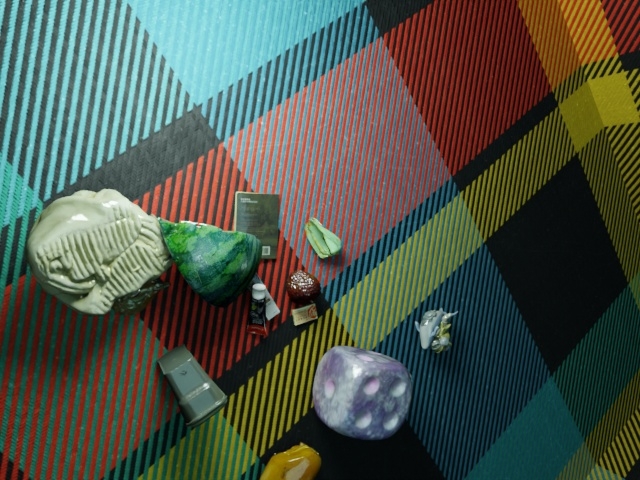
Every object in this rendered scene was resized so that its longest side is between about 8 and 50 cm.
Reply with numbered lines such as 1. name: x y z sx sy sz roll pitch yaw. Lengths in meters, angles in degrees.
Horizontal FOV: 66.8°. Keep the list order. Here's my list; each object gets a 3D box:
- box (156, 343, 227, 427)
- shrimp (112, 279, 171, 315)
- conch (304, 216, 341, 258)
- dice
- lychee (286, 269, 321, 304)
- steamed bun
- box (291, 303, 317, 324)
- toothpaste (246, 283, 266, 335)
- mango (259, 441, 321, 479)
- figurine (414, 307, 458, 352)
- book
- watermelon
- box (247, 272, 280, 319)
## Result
1. box: -0.406 0.435 1.485 0.138 0.274 0.178 -33 102 -22
2. shrimp: -0.556 0.170 1.512 0.184 0.043 0.091 -30 114 -15
3. conch: 0.000 0.000 1.763 0.170 0.079 0.105 43 69 -7
4. dice: 0.148 0.546 1.768 0.271 0.270 0.270 15 88 -28
5. lychee: -0.062 0.165 1.718 0.123 0.123 0.129 -20 94 -24
6. steamed bun: -0.622 0.020 1.354 0.394 0.237 0.346 11 102 -47
7. box: -0.058 0.271 1.784 0.093 0.015 0.058 -14 99 -25
8. toothpaste: -0.212 0.241 1.652 0.071 0.045 0.193 10 114 4
9. mango: -0.111 0.838 1.744 0.252 0.126 0.153 -32 96 -20
10. figurine: 0.484 0.367 2.009 0.208 0.128 0.183 -45 114 -22
11. book: -0.219 -0.050 1.670 0.160 0.024 0.228 1 94 -28
12. watermelon: -0.297 0.035 1.484 0.222 0.292 0.319 -26 90 -1
13. box: -0.217 0.173 1.681 0.055 0.039 0.218 -35 108 -18
